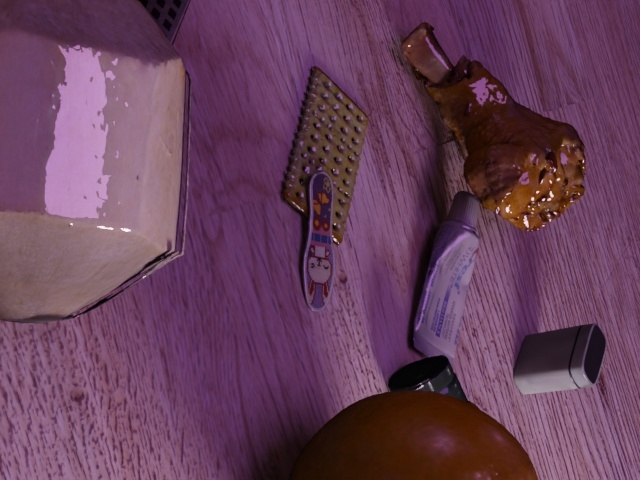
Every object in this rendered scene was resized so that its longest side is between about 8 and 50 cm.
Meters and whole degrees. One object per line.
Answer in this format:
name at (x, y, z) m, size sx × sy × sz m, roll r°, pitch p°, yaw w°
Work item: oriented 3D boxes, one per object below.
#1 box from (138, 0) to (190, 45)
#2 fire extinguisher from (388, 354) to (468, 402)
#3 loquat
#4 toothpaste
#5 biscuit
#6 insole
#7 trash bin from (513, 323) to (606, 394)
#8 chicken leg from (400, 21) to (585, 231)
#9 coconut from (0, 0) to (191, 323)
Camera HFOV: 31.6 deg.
box at (-0.236, -0.308, 1.335) m, size 0.180 × 0.047 × 0.324 m, roll 42°, pitch 48°, yaw -35°
fire extinguisher at (0.210, 0.314, 1.637) m, size 0.311 × 0.114 × 0.095 m, roll 65°, pitch -6°, yaw -15°
loquat at (0.130, 0.334, 1.346) m, size 0.360 × 0.328 × 0.328 m, roll -7°, pitch 83°, yaw -33°
toothpaste at (0.200, 0.053, 1.753) m, size 0.099 × 0.068 × 0.282 m, roll 21°, pitch 66°, yaw -15°
biscuit at (0.010, -0.123, 1.605) m, size 0.139 × 0.016 × 0.231 m, roll 41°, pitch 50°, yaw -38°
insole at (0.000, 0.000, 1.544) m, size 0.065 × 0.004 × 0.197 m, roll 15°, pitch 74°, yaw -47°
trash bin at (0.401, 0.200, 1.890) m, size 0.059 × 0.130 × 0.116 m, roll 54°, pitch 42°, yaw -25°
chicken leg at (0.273, -0.170, 1.803) m, size 0.409 × 0.182 × 0.295 m, roll 49°, pitch 32°, yaw -15°
coconut at (-0.262, -0.075, 1.014) m, size 0.323 × 0.323 × 0.322 m, roll 20°, pitch 64°, yaw -47°
